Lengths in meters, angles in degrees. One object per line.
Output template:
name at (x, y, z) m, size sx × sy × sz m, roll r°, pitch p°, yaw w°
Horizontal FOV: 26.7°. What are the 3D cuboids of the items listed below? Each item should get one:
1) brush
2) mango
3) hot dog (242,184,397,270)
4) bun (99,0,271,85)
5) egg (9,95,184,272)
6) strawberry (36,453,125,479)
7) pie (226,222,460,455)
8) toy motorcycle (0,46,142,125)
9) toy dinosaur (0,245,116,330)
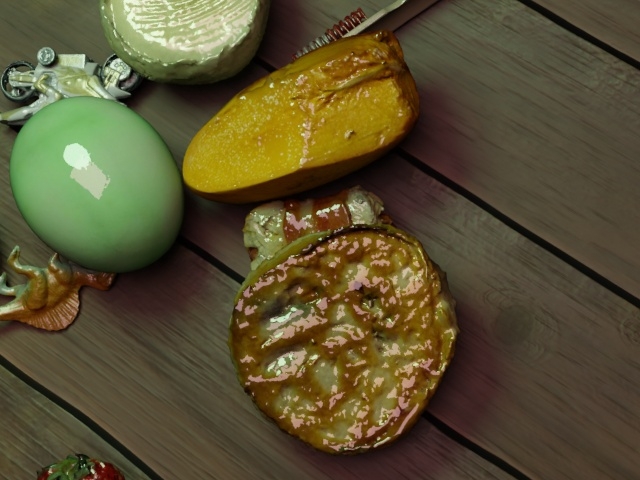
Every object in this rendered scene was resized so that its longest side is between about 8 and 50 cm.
brush at (0.095, -0.329, 1.954) m, size 0.321 × 0.060 × 0.050 m, roll -34°, pitch 61°, yaw 0°
mango at (-0.029, -0.148, 1.845) m, size 0.350 × 0.199 × 0.201 m, roll -29°, pitch 48°, yaw 12°
hot dog at (0.000, 0.000, 1.860) m, size 0.213 × 0.103 × 0.146 m, roll -3°, pitch 98°, yaw 12°
bun at (-0.191, -0.334, 1.957) m, size 0.259 × 0.152 × 0.259 m, roll -1°, pitch 78°, yaw 5°
egg at (-0.306, -0.077, 1.866) m, size 0.269 × 0.220 × 0.220 m, roll 41°, pitch 85°, yaw 18°
strawberry at (-0.313, 0.361, 1.811) m, size 0.131 × 0.131 × 0.148 m, roll -27°, pitch 112°, yaw 2°
pie at (0.027, 0.124, 1.772) m, size 0.315 × 0.092 × 0.315 m, roll 0°, pitch 94°, yaw -1°
toy motorcycle at (-0.369, -0.206, 1.996) m, size 0.228 × 0.074 × 0.151 m, roll -4°, pitch 82°, yaw 8°
toy dinosaur at (-0.400, 0.083, 1.939) m, size 0.142 × 0.057 × 0.212 m, roll 35°, pitch 95°, yaw -2°
